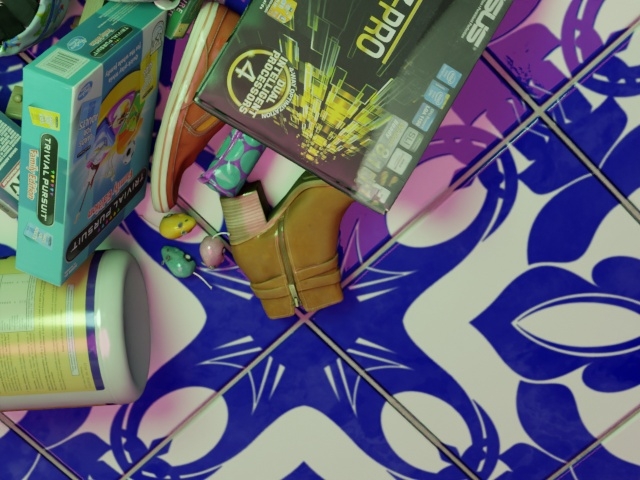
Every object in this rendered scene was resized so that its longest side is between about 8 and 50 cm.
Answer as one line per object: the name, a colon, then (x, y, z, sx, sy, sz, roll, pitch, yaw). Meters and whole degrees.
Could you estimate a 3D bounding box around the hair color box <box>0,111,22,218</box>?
hair color box: (-0.548, -0.180, 1.851, 0.347, 0.174, 0.105, 41, 79, -13)

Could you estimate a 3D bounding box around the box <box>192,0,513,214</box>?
box: (0.052, -0.282, 1.785, 0.318, 0.097, 0.395, 31, 91, -10)

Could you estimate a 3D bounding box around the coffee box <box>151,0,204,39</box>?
coffee box: (-0.245, -0.381, 1.804, 0.184, 0.040, 0.113, 37, 111, 15)

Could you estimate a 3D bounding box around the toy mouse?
toy mouse: (-0.201, 0.025, 1.982, 0.161, 0.031, 0.143, -2, 121, 28)

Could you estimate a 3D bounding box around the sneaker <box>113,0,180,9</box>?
sneaker: (-0.310, -0.438, 1.656, 0.365, 0.137, 0.210, 33, 153, -6)

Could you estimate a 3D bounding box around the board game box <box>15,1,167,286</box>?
board game box: (-0.320, -0.141, 1.774, 0.079, 0.254, 0.336, 22, 129, 11)

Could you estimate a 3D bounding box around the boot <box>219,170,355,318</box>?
boot: (0.000, 0.000, 1.943, 0.283, 0.109, 0.220, -16, 108, 11)

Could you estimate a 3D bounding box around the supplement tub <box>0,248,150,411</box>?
supplement tub: (-0.444, 0.141, 1.947, 0.331, 0.241, 0.241, -4, 111, 4)

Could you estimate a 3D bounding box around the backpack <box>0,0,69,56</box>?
backpack: (-0.489, -0.421, 1.742, 0.290, 0.273, 0.356, -27, 88, 11)

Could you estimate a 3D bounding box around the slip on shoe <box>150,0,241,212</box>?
slip on shoe: (-0.180, -0.187, 1.879, 0.101, 0.123, 0.331, 18, 106, -9)

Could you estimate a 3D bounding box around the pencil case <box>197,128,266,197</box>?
pencil case: (-0.120, -0.139, 1.897, 0.152, 0.064, 0.070, -59, 144, 0)

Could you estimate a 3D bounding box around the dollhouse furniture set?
dollhouse furniture set: (-0.384, -0.268, 1.837, 0.123, 0.144, 0.151, 10, 148, -1)
